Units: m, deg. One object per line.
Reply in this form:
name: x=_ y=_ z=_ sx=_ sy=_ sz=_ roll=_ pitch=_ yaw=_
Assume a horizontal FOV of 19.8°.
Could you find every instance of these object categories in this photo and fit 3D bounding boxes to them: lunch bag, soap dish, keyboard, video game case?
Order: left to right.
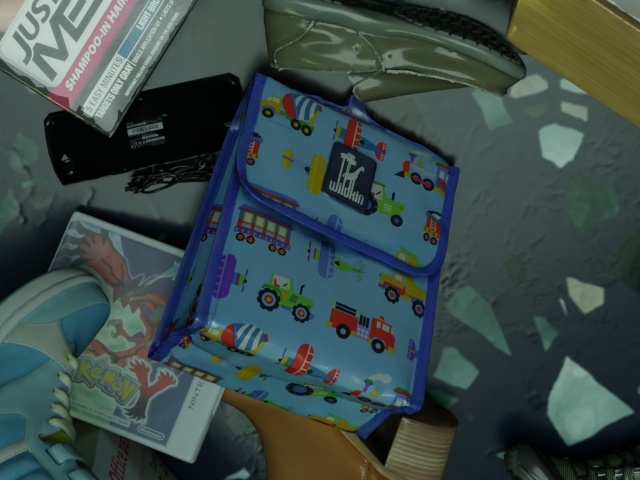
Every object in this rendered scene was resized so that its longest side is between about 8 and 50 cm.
video game case: x=-0.176 y=0.088 z=1.717 sx=0.201 sy=0.023 sz=0.183 roll=20 pitch=80 yaw=13
keyboard: x=-0.161 y=-0.090 z=1.737 sx=0.192 sy=0.038 sz=0.100 roll=-12 pitch=81 yaw=4
lunch bag: x=0.000 y=0.000 z=1.675 sx=0.221 sy=0.138 sz=0.293 roll=22 pitch=65 yaw=-16
soap dish: x=0.297 y=-0.186 z=1.619 sx=0.291 sy=0.229 sz=0.118 roll=32 pitch=119 yaw=-8

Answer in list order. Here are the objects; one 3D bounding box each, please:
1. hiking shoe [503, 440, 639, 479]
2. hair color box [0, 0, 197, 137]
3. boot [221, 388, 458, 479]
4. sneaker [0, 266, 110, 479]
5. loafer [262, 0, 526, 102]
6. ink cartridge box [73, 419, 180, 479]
hiking shoe: x=0.288 y=0.236 z=1.806 sx=0.227 sy=0.086 sz=0.114 roll=29 pitch=89 yaw=-13
hair color box: x=-0.289 y=-0.257 z=1.641 sx=0.347 sy=0.105 sz=0.174 roll=32 pitch=96 yaw=-8
boot: x=-0.025 y=0.229 z=1.791 sx=0.283 sy=0.109 sz=0.220 roll=18 pitch=108 yaw=-12
sneaker: x=-0.235 y=0.168 z=1.583 sx=0.208 sy=0.319 sz=0.127 roll=31 pitch=139 yaw=14
loafer: x=0.064 y=-0.171 z=1.688 sx=0.251 sy=0.094 sz=0.087 roll=15 pitch=110 yaw=5
ink cartridge box: x=-0.158 y=0.326 z=1.740 sx=0.131 sy=0.226 sz=0.306 roll=-38 pitch=102 yaw=5
